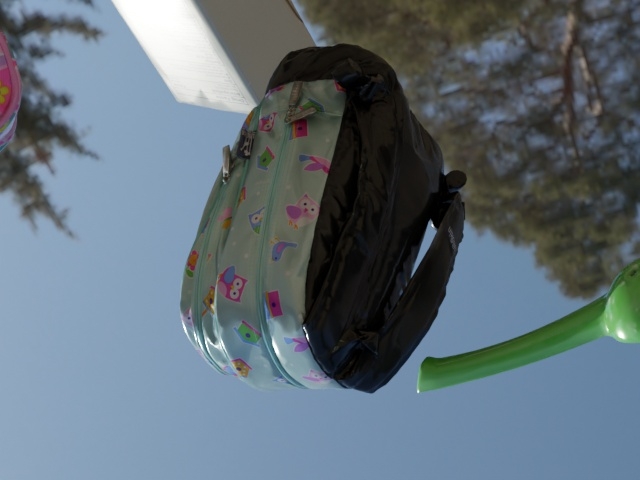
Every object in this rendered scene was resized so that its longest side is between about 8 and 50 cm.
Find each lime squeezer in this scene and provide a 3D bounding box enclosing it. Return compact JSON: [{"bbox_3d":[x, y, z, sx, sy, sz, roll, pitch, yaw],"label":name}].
[{"bbox_3d":[0.198,0.068,0.684,0.310,0.110,0.059,14,-168,18],"label":"lime squeezer"}]

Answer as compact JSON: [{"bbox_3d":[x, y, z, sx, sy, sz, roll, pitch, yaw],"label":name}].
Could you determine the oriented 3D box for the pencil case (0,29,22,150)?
[{"bbox_3d":[-0.301,-0.113,1.132,0.124,0.124,0.284,-33,-172,-12],"label":"pencil case"}]

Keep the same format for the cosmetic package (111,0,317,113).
[{"bbox_3d":[-0.147,-0.288,1.506,0.160,0.309,0.113,14,-123,43],"label":"cosmetic package"}]

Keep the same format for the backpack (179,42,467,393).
[{"bbox_3d":[0.000,0.000,0.793,0.115,0.152,0.182,-4,-124,35],"label":"backpack"}]
